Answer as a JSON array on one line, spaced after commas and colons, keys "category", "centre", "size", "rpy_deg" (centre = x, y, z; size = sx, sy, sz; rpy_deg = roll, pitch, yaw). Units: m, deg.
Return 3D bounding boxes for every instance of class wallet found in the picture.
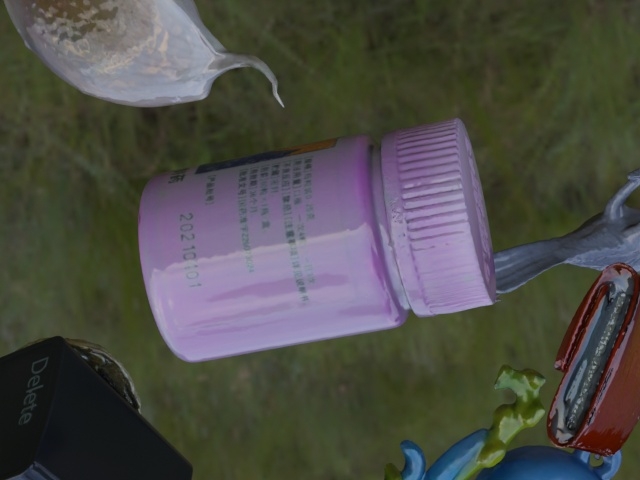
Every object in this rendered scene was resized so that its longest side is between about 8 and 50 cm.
[{"category": "wallet", "centre": [0.227, 0.098, 1.295], "size": [0.045, 0.142, 0.204], "rpy_deg": [22, 179, 21]}]

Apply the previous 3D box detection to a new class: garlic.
[{"category": "garlic", "centre": [-0.136, -0.157, 1.220], "size": [0.128, 0.266, 0.148], "rpy_deg": [-49, 175, -6]}]

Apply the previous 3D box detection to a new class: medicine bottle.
[{"category": "medicine bottle", "centre": [0.000, 0.000, 1.478], "size": [0.291, 0.178, 0.178], "rpy_deg": [-12, 169, 11]}]

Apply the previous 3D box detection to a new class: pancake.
[{"category": "pancake", "centre": [-0.258, 0.157, 1.724], "size": [0.158, 0.028, 0.158], "rpy_deg": [3, 133, 3]}]

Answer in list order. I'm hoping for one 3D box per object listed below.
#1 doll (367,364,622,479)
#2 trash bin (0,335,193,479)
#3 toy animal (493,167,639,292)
[{"category": "doll", "centre": [0.159, 0.307, 1.496], "size": [0.341, 0.346, 0.099], "rpy_deg": [-47, -161, 8]}, {"category": "trash bin", "centre": [-0.238, 0.233, 1.663], "size": [0.115, 0.165, 0.225], "rpy_deg": [-23, 130, 29]}, {"category": "toy animal", "centre": [0.367, -0.012, 2.055], "size": [0.367, 0.081, 0.206], "rpy_deg": [-2, 141, -49]}]
